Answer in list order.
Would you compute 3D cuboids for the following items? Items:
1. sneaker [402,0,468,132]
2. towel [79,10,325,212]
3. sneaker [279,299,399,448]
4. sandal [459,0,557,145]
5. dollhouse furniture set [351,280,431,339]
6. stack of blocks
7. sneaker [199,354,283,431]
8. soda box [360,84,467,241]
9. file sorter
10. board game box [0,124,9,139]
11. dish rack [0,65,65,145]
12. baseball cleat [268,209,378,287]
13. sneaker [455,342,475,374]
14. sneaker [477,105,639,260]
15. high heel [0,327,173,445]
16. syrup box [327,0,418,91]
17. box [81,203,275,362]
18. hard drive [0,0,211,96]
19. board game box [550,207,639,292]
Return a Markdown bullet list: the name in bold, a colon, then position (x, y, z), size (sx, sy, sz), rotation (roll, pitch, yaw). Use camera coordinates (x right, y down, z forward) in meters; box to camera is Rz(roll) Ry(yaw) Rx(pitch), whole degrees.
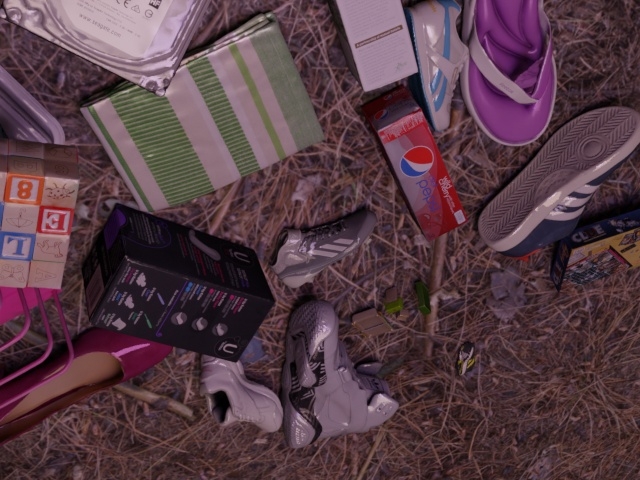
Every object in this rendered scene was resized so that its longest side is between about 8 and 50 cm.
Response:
- **sneaker**: position (0.191, -0.276, 1.472), size (0.092, 0.087, 0.228), rotation (-20, 130, -7)
- **towel**: position (-0.178, -0.189, 1.440), size (0.325, 0.038, 0.247), rotation (-26, 129, -2)
- **sneaker**: position (0.042, 0.250, 1.766), size (0.210, 0.137, 0.365), rotation (-4, 130, -17)
- **sandal**: position (0.308, -0.311, 1.475), size (0.169, 0.102, 0.416), rotation (-20, 128, -4)
- **dollhouse furniture set**: position (0.136, 0.131, 1.780), size (0.152, 0.058, 0.076), rotation (-22, 138, 21)
- **stack of blocks**: position (-0.463, -0.042, 1.140), size (0.297, 0.087, 0.171), rotation (6, 123, -22)
- **sneaker**: position (-0.160, 0.313, 1.739), size (0.090, 0.115, 0.232), rotation (-18, 129, 34)
- **soda box**: position (0.162, -0.127, 1.561), size (0.084, 0.092, 0.263), rotation (-27, 129, 2)
- **file sorter**: position (-0.536, 0.116, 1.391), size (0.202, 0.182, 0.290), rotation (-29, 146, 2)
- **board game box**: position (-0.516, -0.164, 1.183), size (0.142, 0.144, 0.275), rotation (-20, 127, -4)
- **dish rack**: position (-0.573, -0.125, 1.330), size (0.333, 0.072, 0.285), rotation (-35, 128, 8)
- **baseball cleat**: position (0.000, 0.000, 1.612), size (0.206, 0.072, 0.109), rotation (-40, 120, 7)
- **sneaker**: position (0.308, 0.244, 1.918), size (0.035, 0.031, 0.083), rotation (-8, 132, -30)
- **sneaker**: position (0.453, -0.096, 1.674), size (0.350, 0.131, 0.148), rotation (-41, 135, 17)
- **high heel**: position (-0.429, 0.264, 1.581), size (0.377, 0.181, 0.127), rotation (-18, 128, -6)
- **syrup box**: position (0.065, -0.353, 1.368), size (0.096, 0.093, 0.236), rotation (-22, 128, -3)
- **box**: position (-0.237, 0.074, 1.522), size (0.270, 0.165, 0.143), rotation (20, 115, -29)
- **hard drive**: position (-0.236, -0.388, 1.189), size (0.237, 0.064, 0.338), rotation (26, 98, -20)
- **board game box**: position (0.581, 0.010, 1.802), size (0.243, 0.042, 0.165), rotation (-17, 147, -7)
